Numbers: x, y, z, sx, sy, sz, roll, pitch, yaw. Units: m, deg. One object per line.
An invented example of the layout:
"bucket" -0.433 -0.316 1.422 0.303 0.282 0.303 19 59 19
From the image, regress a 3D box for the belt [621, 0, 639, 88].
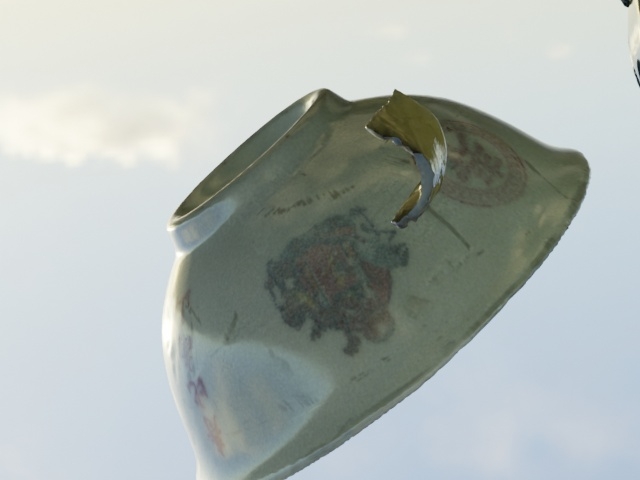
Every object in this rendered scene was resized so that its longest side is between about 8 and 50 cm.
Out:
"belt" 0.347 -0.152 1.407 0.267 0.206 0.116 22 165 7

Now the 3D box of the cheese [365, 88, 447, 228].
"cheese" 0.061 -0.057 1.314 0.041 0.084 0.060 -11 -167 24

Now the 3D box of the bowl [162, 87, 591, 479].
"bowl" 0.000 0.000 1.677 0.435 0.196 0.435 -39 -170 8
